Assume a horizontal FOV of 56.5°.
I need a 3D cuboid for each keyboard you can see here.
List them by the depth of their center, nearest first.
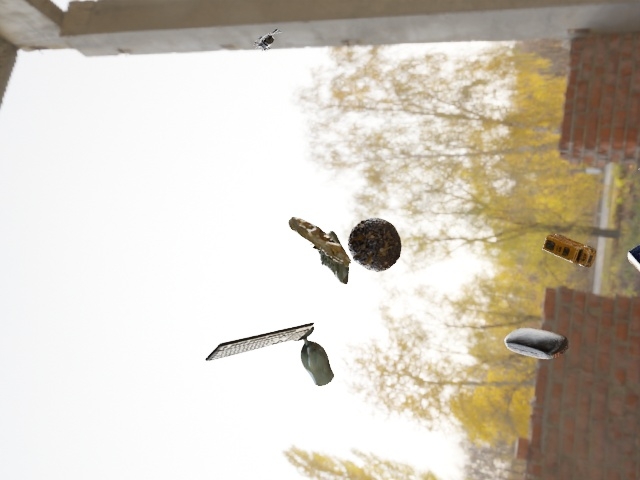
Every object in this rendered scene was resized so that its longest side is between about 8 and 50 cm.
[{"bbox_3d":[-0.181,0.238,1.377,0.381,0.103,0.041,0,-123,-38],"label":"keyboard"}]

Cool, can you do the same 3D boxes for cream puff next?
[{"bbox_3d":[0.225,0.025,2.515,0.165,0.239,0.239,-42,-46,-50],"label":"cream puff"}]

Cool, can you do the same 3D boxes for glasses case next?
[{"bbox_3d":[0.761,0.361,2.104,0.103,0.267,0.067,-35,-78,-17],"label":"glasses case"}]

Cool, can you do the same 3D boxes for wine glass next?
[{"bbox_3d":[-0.023,0.375,1.932,0.202,0.093,0.093,65,-146,-24],"label":"wine glass"}]

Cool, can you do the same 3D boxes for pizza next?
[{"bbox_3d":[0.000,0.000,2.198,0.071,0.297,0.189,-53,-40,5],"label":"pizza"}]

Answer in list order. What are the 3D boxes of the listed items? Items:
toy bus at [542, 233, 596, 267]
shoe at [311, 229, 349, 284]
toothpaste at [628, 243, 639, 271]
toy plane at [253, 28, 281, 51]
[{"bbox_3d":[0.839,0.033,2.008,0.074,0.162,0.069,-2,-68,-38],"label":"toy bus"},{"bbox_3d":[0.045,0.070,2.312,0.275,0.098,0.103,-117,18,-49],"label":"shoe"},{"bbox_3d":[0.973,-0.018,1.557,0.066,0.320,0.076,46,-165,-50],"label":"toothpaste"},{"bbox_3d":[-0.147,-0.525,1.574,0.031,0.121,0.049,34,-108,-26],"label":"toy plane"}]
